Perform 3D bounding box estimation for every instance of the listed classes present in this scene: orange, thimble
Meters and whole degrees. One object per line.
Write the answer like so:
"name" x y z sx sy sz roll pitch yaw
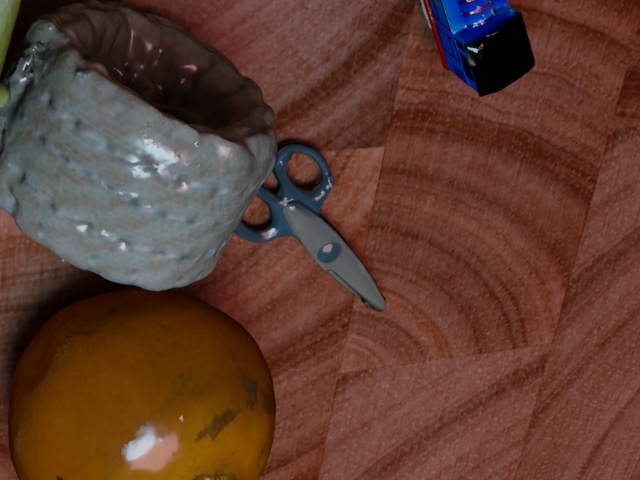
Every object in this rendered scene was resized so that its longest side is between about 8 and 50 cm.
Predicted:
"orange" -0.200 0.199 1.972 0.312 0.312 0.312 -15 127 -21
"thimble" -0.197 -0.100 1.773 0.291 0.291 0.195 13 117 -36

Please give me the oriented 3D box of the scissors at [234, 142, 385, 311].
"scissors" 0.000 0.000 2.120 0.138 0.041 0.289 -41 128 2

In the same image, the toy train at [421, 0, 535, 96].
"toy train" 0.161 -0.274 1.967 0.082 0.131 0.204 -30 131 -8

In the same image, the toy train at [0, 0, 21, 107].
"toy train" -0.383 -0.152 1.628 0.189 0.126 0.308 -6 123 -46
